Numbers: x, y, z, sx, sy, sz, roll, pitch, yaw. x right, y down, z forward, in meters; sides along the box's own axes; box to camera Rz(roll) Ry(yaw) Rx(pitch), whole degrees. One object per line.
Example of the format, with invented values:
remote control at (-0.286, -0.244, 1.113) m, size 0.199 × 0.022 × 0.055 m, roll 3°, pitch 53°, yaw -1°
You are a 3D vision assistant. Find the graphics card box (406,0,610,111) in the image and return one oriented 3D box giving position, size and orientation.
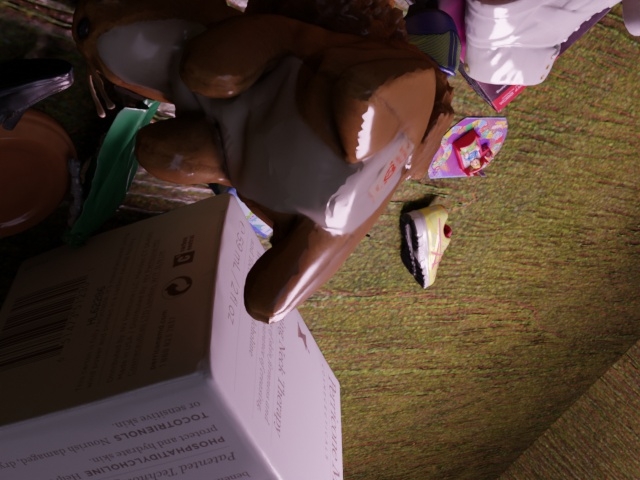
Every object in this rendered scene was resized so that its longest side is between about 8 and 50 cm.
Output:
graphics card box at (0.249, -0.356, 1.168) m, size 0.233 × 0.094 × 0.371 m, roll -42°, pitch 145°, yaw 10°

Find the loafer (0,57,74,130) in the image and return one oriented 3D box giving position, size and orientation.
loafer at (-0.346, -0.149, 0.917) m, size 0.170 × 0.062 × 0.061 m, roll -19°, pitch 130°, yaw -7°

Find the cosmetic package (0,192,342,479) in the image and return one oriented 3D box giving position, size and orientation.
cosmetic package at (-0.188, 0.218, 1.090) m, size 0.327 × 0.329 × 0.394 m, roll -17°, pitch 126°, yaw 13°

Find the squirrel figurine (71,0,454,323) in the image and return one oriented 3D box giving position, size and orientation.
squirrel figurine at (-0.059, -0.181, 0.920) m, size 0.397 × 0.370 × 0.281 m, roll -36°, pitch 155°, yaw -48°

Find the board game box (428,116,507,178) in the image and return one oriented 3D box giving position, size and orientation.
board game box at (0.269, -0.153, 1.486) m, size 0.168 × 0.033 × 0.133 m, roll -6°, pitch 137°, yaw -37°

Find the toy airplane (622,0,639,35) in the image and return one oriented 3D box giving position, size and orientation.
toy airplane at (0.297, -0.405, 0.835) m, size 0.384 × 0.386 × 0.272 m, roll 0°, pitch 158°, yaw -21°

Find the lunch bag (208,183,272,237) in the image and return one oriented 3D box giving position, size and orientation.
lunch bag at (-0.075, -0.083, 1.212) m, size 0.128 × 0.096 × 0.151 m, roll -40°, pitch 137°, yaw 6°

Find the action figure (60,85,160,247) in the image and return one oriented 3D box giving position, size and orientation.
action figure at (-0.268, -0.084, 1.045) m, size 0.232 × 0.063 × 0.137 m, roll -60°, pitch 174°, yaw 22°

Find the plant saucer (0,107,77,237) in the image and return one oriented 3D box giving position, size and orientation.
plant saucer at (-0.384, -0.071, 1.007) m, size 0.199 × 0.037 × 0.200 m, roll -24°, pitch 144°, yaw -18°

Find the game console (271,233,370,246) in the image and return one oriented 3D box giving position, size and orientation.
game console at (0.000, 0.000, 1.401) m, size 0.122 × 0.071 × 0.107 m, roll 13°, pitch 123°, yaw -48°

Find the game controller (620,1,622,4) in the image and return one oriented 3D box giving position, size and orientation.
game controller at (0.489, -0.428, 1.271) m, size 0.319 × 0.067 × 0.167 m, roll 18°, pitch 81°, yaw -50°

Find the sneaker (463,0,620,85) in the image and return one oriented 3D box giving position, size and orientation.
sneaker at (0.319, -0.305, 1.123) m, size 0.292 × 0.108 × 0.169 m, roll -18°, pitch 145°, yaw -9°

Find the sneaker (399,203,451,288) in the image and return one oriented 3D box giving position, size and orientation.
sneaker at (0.208, 0.012, 1.592) m, size 0.094 × 0.081 × 0.209 m, roll -28°, pitch 145°, yaw -15°

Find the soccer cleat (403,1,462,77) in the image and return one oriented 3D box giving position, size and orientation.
soccer cleat at (0.068, -0.194, 1.117) m, size 0.093 × 0.121 × 0.289 m, roll 15°, pitch 148°, yaw -36°
